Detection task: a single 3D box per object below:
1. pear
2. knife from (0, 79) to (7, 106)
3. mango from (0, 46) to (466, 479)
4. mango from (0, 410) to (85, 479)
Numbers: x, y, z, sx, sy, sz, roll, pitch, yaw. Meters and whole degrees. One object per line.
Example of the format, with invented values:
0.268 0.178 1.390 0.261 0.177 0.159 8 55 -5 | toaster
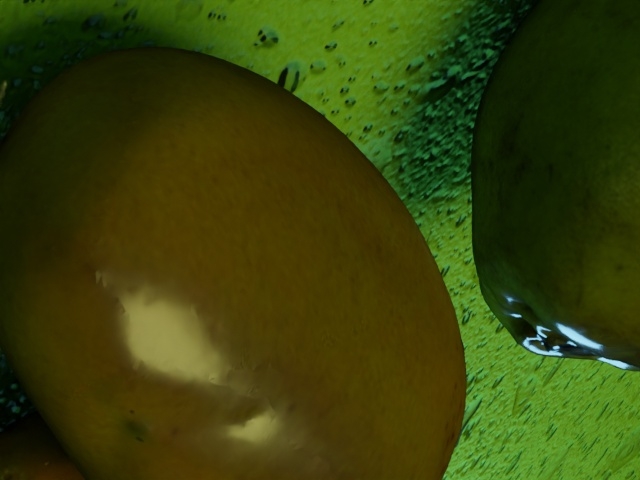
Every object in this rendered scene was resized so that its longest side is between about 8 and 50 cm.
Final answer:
0.291 -0.083 1.524 0.413 0.352 0.352 -44 153 -11 | pear
-0.221 0.014 1.122 0.047 0.017 0.298 -44 165 -45 | knife
-0.060 0.048 1.180 0.445 0.232 0.300 40 47 -57 | mango
-0.188 0.192 1.329 0.177 0.120 0.295 -51 171 0 | mango
